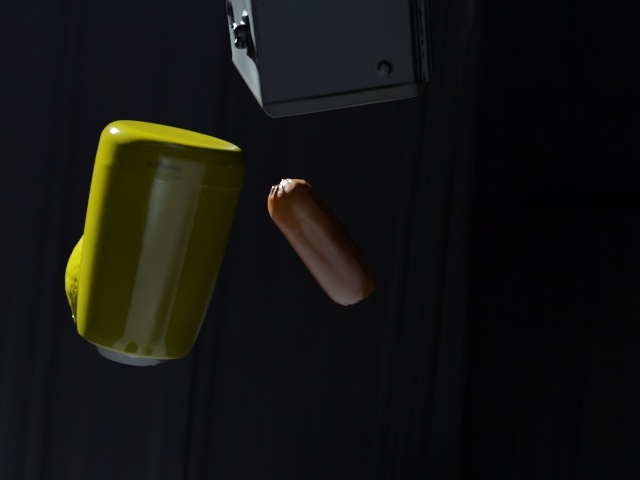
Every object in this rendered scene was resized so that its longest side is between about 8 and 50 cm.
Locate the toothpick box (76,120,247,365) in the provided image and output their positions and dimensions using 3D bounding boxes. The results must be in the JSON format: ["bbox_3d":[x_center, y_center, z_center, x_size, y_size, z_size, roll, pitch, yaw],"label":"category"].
[{"bbox_3d":[-0.196,0.006,1.799,0.175,0.271,0.175,13,9,-2],"label":"toothpick box"}]

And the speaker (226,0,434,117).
[{"bbox_3d":[-0.003,-0.232,1.546,0.193,0.153,0.231,-9,20,-8],"label":"speaker"}]

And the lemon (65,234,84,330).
[{"bbox_3d":[-0.248,0.047,2.054,0.193,0.180,0.181,-30,17,-26],"label":"lemon"}]

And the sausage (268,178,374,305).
[{"bbox_3d":[0.000,0.000,2.091,0.076,0.197,0.076,-35,8,6],"label":"sausage"}]
